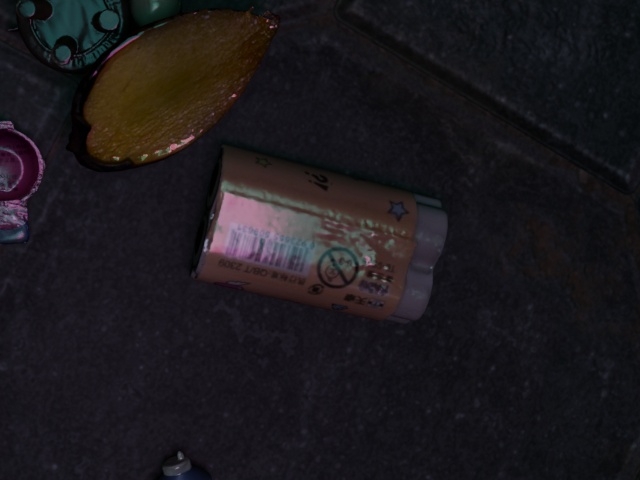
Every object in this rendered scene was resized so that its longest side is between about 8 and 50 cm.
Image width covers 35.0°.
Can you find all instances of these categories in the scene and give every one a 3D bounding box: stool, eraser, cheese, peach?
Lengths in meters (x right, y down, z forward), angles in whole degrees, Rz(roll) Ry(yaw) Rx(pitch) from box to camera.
[{"bbox_3d":[-0.244,-0.253,1.130,0.217,0.121,0.125,-8,98,-8],"label":"stool"},{"bbox_3d":[0.000,0.000,1.245,0.291,0.087,0.171,13,97,-15],"label":"eraser"},{"bbox_3d":[-0.363,-0.065,1.165,0.095,0.038,0.145,-5,105,-13],"label":"cheese"},{"bbox_3d":[-0.173,-0.189,1.142,0.279,0.189,0.068,-34,61,-7],"label":"peach"}]

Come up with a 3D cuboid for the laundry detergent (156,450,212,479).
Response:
[{"bbox_3d":[-0.162,0.360,1.263,0.097,0.061,0.206,-13,100,-11],"label":"laundry detergent"}]
